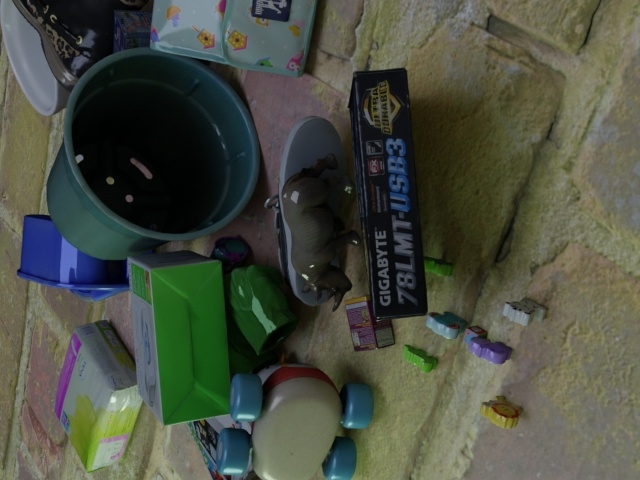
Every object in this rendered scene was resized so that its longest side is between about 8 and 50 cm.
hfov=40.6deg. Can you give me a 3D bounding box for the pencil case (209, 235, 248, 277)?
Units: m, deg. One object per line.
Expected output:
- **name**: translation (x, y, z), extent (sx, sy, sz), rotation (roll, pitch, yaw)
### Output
- **pencil case**: translation (-0.186, 0.065, 1.607), extent (0.070, 0.064, 0.151), rotation (-103, 30, -51)

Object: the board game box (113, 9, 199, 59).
- **board game box**: translation (-0.274, -0.343, 1.567), extent (0.060, 0.194, 0.194), rotation (65, 156, 23)

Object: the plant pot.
- **plant pot**: translation (-0.336, -0.122, 1.570), extent (0.334, 0.341, 0.341), rotation (-27, 76, 55)

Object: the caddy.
- **caddy**: translation (-0.494, 0.041, 1.827), extent (0.341, 0.241, 0.179), rotation (8, 98, 49)

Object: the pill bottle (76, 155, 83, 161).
- **pill bottle**: translation (-0.432, -0.273, 1.780), extent (0.131, 0.131, 0.229), rotation (48, 129, 33)

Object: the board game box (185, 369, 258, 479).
- **board game box**: translation (-0.197, 0.323, 1.669), extent (0.305, 0.053, 0.193), rotation (58, 134, 28)

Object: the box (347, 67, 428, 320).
- **box**: translation (0.084, -0.057, 1.139), extent (0.293, 0.073, 0.295), rotation (-91, -5, -88)

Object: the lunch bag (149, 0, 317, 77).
- **lunch bag**: translation (-0.126, -0.390, 1.384), extent (0.262, 0.160, 0.223), rotation (17, 108, 20)

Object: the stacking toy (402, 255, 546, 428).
- **stacking toy**: translation (0.199, 0.133, 1.188), extent (0.221, 0.052, 0.167), rotation (28, 117, 44)

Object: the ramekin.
- **ramekin**: translation (-0.573, -0.420, 1.873), extent (0.277, 0.135, 0.277), rotation (33, 135, 41)

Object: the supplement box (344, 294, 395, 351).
- **supplement box**: translation (0.076, 0.126, 1.333), extent (0.055, 0.043, 0.083), rotation (-16, 84, 49)

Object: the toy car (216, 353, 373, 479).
- **toy car**: translation (-0.058, 0.260, 1.435), extent (0.238, 0.219, 0.210), rotation (-113, 33, -60)

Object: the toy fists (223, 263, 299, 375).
- **toy fists**: translation (-0.120, 0.137, 1.494), extent (0.142, 0.096, 0.279), rotation (53, 150, 17)

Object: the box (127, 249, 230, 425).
- **box**: translation (-0.246, 0.157, 1.499), extent (0.231, 0.127, 0.262), rotation (-168, 73, -67)

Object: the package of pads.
- **package of pads**: translation (-0.520, 0.369, 2.019), extent (0.229, 0.101, 0.296), rotation (48, 130, 33)

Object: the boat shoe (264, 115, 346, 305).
- **boat shoe**: translation (-0.025, -0.052, 1.372), extent (0.105, 0.113, 0.306), rotation (34, 136, 54)

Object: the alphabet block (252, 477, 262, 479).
- **alphabet block**: translation (-0.134, 0.577, 1.545), extent (0.197, 0.192, 0.193), rotation (37, 121, 40)

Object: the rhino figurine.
- **rhino figurine**: translation (0.000, 0.000, 1.296), extent (0.073, 0.106, 0.243), rotation (27, 133, 53)

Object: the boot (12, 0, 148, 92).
- **boot**: translation (-0.445, -0.492, 1.610), extent (0.284, 0.138, 0.377), rotation (-44, 62, 36)
